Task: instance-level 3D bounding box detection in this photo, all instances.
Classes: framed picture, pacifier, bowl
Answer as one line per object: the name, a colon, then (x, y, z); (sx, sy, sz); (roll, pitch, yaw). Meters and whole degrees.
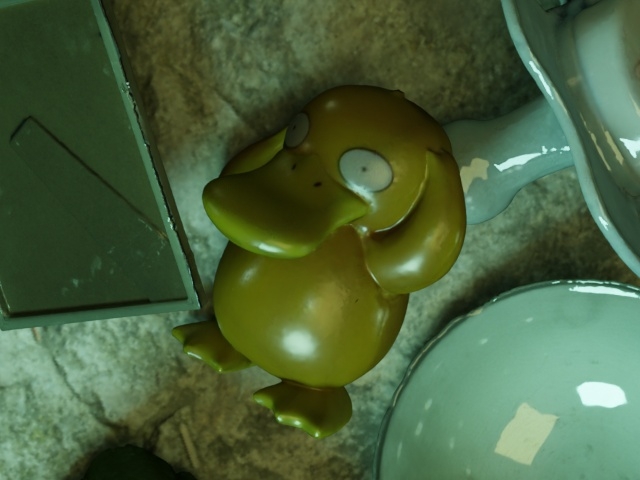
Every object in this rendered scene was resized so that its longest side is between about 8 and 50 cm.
framed picture: (-0.194, -0.056, 1.083); (0.184, 0.016, 0.250); (-8, 111, 27)
pacifier: (0.176, -0.085, 1.164); (0.225, 0.238, 0.287); (-22, 93, 25)
bowl: (0.211, 0.195, 1.229); (0.313, 0.146, 0.313); (-4, 76, 17)

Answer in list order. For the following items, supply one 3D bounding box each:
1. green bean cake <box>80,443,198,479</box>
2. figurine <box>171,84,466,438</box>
green bean cake: (-0.135, 0.320, 1.182); (0.250, 0.156, 0.247); (42, 90, -21)
figurine: (0.002, 0.006, 1.133); (0.215, 0.215, 0.228); (-8, 129, -13)
